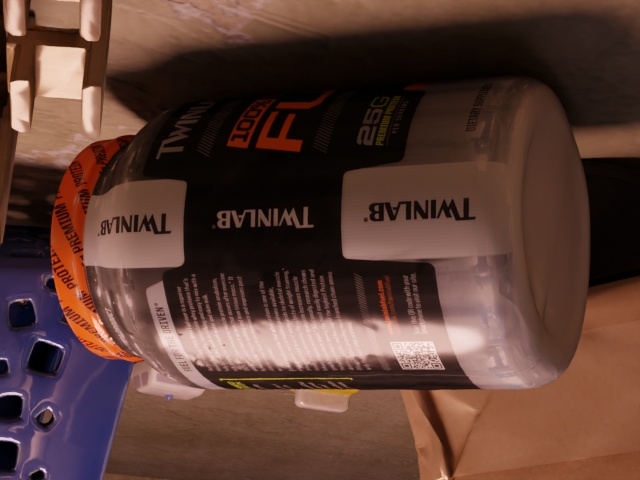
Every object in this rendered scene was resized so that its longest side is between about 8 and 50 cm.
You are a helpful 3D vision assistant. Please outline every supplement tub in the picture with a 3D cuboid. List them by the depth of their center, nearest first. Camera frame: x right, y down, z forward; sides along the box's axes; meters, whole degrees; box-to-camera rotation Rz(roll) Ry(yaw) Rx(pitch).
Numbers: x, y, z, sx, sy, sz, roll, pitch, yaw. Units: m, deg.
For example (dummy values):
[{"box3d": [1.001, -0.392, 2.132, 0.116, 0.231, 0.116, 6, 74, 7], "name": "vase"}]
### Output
[{"box3d": [0.000, 0.000, 1.058, 0.338, 0.207, 0.207, -3, 162, 23], "name": "supplement tub"}]

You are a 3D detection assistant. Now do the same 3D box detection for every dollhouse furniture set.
[{"box3d": [-0.225, -0.132, 0.872, 0.212, 0.161, 0.242, 4, 142, -6], "name": "dollhouse furniture set"}]

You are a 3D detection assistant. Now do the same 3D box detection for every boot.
[{"box3d": [0.214, 0.024, 1.285, 0.264, 0.096, 0.280, -17, 160, 28], "name": "boot"}]

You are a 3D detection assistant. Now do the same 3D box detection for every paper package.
[{"box3d": [0.261, 0.118, 1.243, 0.310, 0.168, 0.325, -16, 174, 29], "name": "paper package"}]

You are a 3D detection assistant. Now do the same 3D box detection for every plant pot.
[{"box3d": [-0.299, 0.099, 1.343, 0.212, 0.236, 0.236, 14, -176, -25], "name": "plant pot"}]

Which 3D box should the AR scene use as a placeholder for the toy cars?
[{"box3d": [-0.089, 0.158, 1.834, 0.394, 0.087, 0.176, -3, 161, 26], "name": "toy cars"}]
